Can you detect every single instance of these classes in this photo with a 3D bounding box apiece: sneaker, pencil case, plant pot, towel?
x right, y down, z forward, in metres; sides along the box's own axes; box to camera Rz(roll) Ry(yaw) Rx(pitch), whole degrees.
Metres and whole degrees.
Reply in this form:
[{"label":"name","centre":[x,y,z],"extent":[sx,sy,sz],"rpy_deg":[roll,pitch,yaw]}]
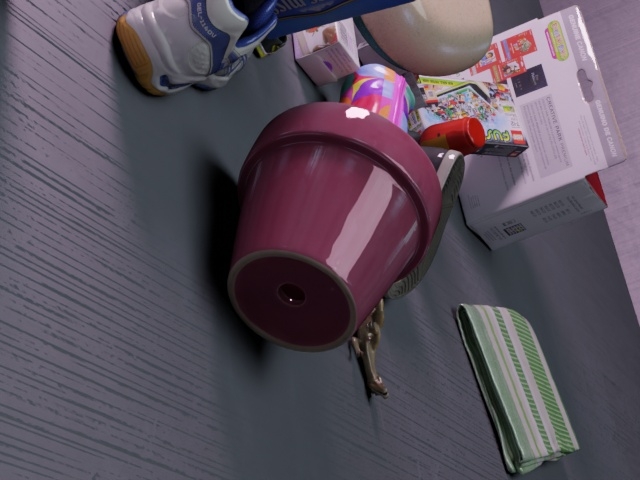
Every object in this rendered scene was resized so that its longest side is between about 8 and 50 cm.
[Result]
[{"label":"sneaker","centre":[-0.052,-0.233,1.769],"extent":[0.031,0.035,0.083],"rpy_deg":[64,19,-15]},{"label":"pencil case","centre":[0.062,-0.119,1.840],"extent":[0.104,0.104,0.236],"rpy_deg":[57,23,-30]},{"label":"sneaker","centre":[0.088,-0.027,1.893],"extent":[0.222,0.118,0.083],"rpy_deg":[-62,152,-30]},{"label":"plant pot","centre":[0.000,0.000,1.453],"extent":[0.201,0.201,0.180],"rpy_deg":[58,37,-29]},{"label":"sneaker","centre":[-0.089,-0.215,1.503],"extent":[0.112,0.131,0.296],"rpy_deg":[63,18,-11]},{"label":"towel","centre":[0.291,0.214,2.237],"extent":[0.325,0.038,0.248],"rpy_deg":[8,61,-67]}]

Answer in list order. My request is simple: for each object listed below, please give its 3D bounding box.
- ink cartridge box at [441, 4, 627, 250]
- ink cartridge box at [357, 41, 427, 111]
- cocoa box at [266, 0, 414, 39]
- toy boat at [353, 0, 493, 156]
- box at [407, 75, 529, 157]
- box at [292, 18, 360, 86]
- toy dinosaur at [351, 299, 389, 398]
[{"label":"ink cartridge box","centre":[0.343,-0.181,2.437],"extent":[0.130,0.271,0.310],"rpy_deg":[38,36,-56]},{"label":"ink cartridge box","centre":[0.104,-0.235,2.158],"extent":[0.115,0.062,0.029],"rpy_deg":[63,20,-18]},{"label":"cocoa box","centre":[0.020,-0.430,1.644],"extent":[0.228,0.231,0.347],"rpy_deg":[46,55,-32]},{"label":"toy boat","centre":[0.129,-0.247,2.054],"extent":[0.267,0.148,0.318],"rpy_deg":[4,74,-50]},{"label":"box","centre":[0.216,-0.188,2.305],"extent":[0.207,0.036,0.114],"rpy_deg":[1,64,-37]},{"label":"box","centre":[-0.005,-0.342,1.974],"extent":[0.067,0.063,0.324],"rpy_deg":[49,27,-48]},{"label":"toy dinosaur","centre":[0.054,0.092,1.716],"extent":[0.093,0.053,0.183],"rpy_deg":[72,19,-45]}]
